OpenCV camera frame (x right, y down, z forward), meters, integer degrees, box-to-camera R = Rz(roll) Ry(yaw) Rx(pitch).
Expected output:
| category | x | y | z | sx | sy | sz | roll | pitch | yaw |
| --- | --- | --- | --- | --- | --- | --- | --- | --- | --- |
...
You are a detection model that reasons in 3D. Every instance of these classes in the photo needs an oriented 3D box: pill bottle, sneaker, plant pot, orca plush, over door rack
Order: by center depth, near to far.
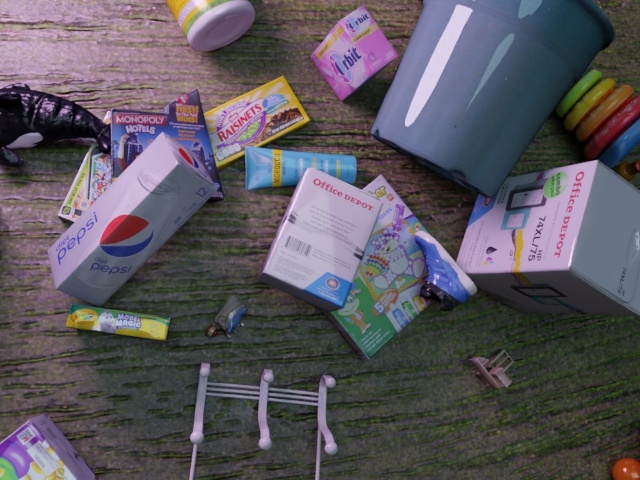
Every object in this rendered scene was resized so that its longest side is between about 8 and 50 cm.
| category | x | y | z | sx | sy | sz | roll | pitch | yaw |
| --- | --- | --- | --- | --- | --- | --- | --- | --- | --- |
| over door rack | -0.101 | 0.375 | 1.087 | 0.239 | 0.108 | 0.325 | 8 | 77 | -10 |
| orca plush | -0.489 | -0.199 | 1.095 | 0.287 | 0.102 | 0.151 | 18 | 75 | 1 |
| plant pot | 0.276 | -0.277 | 1.173 | 0.341 | 0.341 | 0.334 | 27 | 96 | -6 |
| sneaker | 0.201 | 0.059 | 1.189 | 0.084 | 0.058 | 0.152 | -39 | 76 | -2 |
| pill bottle | -0.234 | -0.488 | 1.216 | 0.136 | 0.136 | 0.246 | -28 | 86 | -16 |

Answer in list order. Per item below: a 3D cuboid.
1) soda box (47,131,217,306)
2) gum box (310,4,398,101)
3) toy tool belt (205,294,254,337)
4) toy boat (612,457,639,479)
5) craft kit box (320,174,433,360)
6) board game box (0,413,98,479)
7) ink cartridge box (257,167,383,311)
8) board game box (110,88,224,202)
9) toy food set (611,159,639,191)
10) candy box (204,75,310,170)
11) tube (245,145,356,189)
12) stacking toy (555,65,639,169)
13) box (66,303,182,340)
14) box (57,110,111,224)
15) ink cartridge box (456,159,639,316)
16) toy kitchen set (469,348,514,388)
| category | x | y | z | sx | sy | sz | roll | pitch | yaw |
| --- | --- | --- | --- | --- | --- | --- | --- | --- | --- |
| soda box | -0.303 | -0.030 | 1.052 | 0.286 | 0.091 | 0.098 | -42 | 48 | 11 |
| gum box | 0.057 | -0.340 | 1.229 | 0.062 | 0.188 | 0.107 | -38 | 96 | -17 |
| toy tool belt | -0.156 | 0.141 | 1.151 | 0.051 | 0.052 | 0.083 | 33 | 74 | 4 |
| toy boat | 0.629 | 0.447 | 1.238 | 0.151 | 0.151 | 0.231 | 1 | 76 | 18 |
| craft kit box | 0.095 | 0.048 | 1.227 | 0.250 | 0.061 | 0.247 | -40 | 87 | -17 |
| board game box | -0.491 | 0.405 | 0.973 | 0.275 | 0.144 | 0.142 | -39 | 90 | -16 |
| ink cartridge box | 0.000 | 0.000 | 1.142 | 0.148 | 0.086 | 0.203 | 25 | 74 | -7 |
| board game box | -0.268 | -0.166 | 1.145 | 0.194 | 0.060 | 0.194 | 1 | 86 | -29 |
| toy food set | 0.575 | -0.053 | 1.327 | 0.232 | 0.104 | 0.111 | -43 | 90 | -17 |
| candy box | -0.132 | -0.222 | 1.242 | 0.205 | 0.027 | 0.105 | -30 | 84 | -17 |
| tube | -0.038 | -0.134 | 1.236 | 0.207 | 0.052 | 0.080 | -1 | 92 | -10 |
| stacking toy | 0.535 | -0.298 | 1.362 | 0.165 | 0.175 | 0.302 | -41 | 76 | -12 |
| box | -0.315 | 0.138 | 1.087 | 0.179 | 0.105 | 0.043 | 12 | 79 | -11 |
| box | -0.362 | -0.112 | 1.163 | 0.114 | 0.036 | 0.207 | 22 | 75 | -8 |
| ink cartridge box | 0.418 | 0.006 | 1.170 | 0.197 | 0.270 | 0.198 | 28 | 73 | -25 |
| toy kitchen set | 0.326 | 0.223 | 1.226 | 0.075 | 0.083 | 0.068 | -40 | 90 | -17 |
